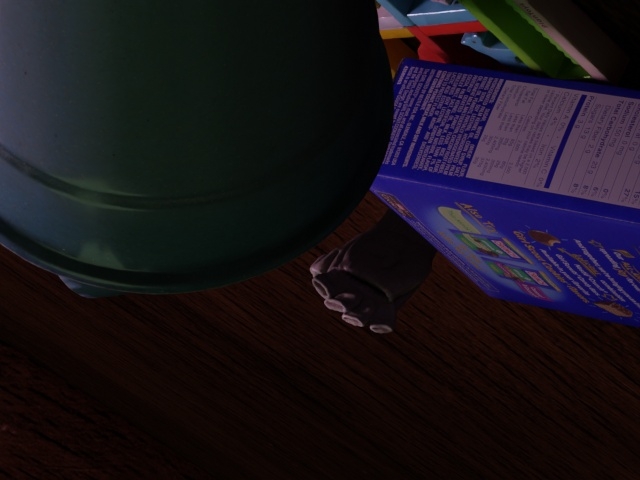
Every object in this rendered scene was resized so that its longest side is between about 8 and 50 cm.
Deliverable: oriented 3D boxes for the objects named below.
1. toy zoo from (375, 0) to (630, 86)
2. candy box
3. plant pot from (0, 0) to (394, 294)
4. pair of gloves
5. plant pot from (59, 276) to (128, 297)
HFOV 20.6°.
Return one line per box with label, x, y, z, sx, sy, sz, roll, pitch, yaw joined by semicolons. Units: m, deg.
toy zoo;0.080;-0.182;1.399;0.192;0.030;0.293;38;161;-31
candy box;0.232;-0.023;1.417;0.317;0.122;0.268;13;164;36
plant pot;-0.106;-0.195;1.159;0.341;0.341;0.334;24;150;11
pair of gloves;0.000;0.000;1.787;0.240;0.204;0.042;18;126;14
plant pot;-0.128;-0.096;1.624;0.196;0.290;0.290;-3;154;16
